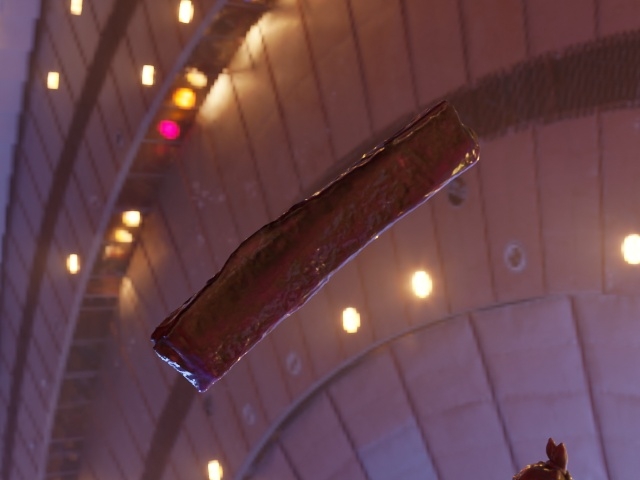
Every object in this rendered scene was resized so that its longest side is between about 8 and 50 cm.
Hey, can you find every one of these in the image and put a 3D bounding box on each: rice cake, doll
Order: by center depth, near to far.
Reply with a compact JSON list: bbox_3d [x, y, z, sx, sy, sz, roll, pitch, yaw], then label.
[{"bbox_3d":[0.000,0.000,0.563,0.047,0.207,0.036,52,-15,-1],"label":"rice cake"},{"bbox_3d":[0.233,0.268,1.100,0.073,0.084,0.127,-25,140,-88],"label":"doll"}]
